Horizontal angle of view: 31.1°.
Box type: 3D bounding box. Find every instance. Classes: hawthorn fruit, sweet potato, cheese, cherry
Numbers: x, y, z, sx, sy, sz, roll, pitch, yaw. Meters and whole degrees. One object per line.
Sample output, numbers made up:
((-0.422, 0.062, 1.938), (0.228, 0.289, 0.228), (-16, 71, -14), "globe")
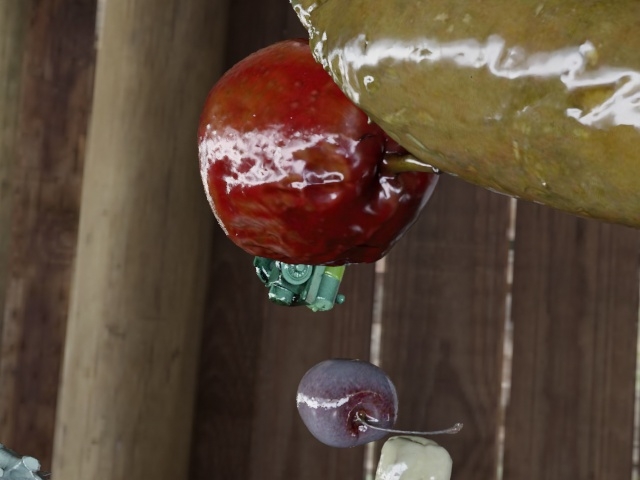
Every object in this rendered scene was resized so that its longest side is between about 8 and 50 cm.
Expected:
((0.018, -0.082, 1.064), (0.230, 0.210, 0.266), (42, 155, -31), "hawthorn fruit")
((0.153, -0.058, 0.519), (0.423, 0.130, 0.130), (28, -168, 38), "sweet potato")
((0.061, 0.250, 0.901), (0.065, 0.194, 0.043), (17, 167, -26), "cheese")
((0.058, 0.204, 1.452), (0.188, 0.115, 0.148), (1, 159, -24), "cherry")

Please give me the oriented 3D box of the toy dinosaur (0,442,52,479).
((-0.331, 0.215, 1.137), (0.209, 0.039, 0.082), (22, 159, 21), "toy dinosaur")

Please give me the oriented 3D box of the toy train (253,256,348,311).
((0.000, 0.000, 1.483), (0.132, 0.200, 0.083), (27, 163, -28), "toy train")
